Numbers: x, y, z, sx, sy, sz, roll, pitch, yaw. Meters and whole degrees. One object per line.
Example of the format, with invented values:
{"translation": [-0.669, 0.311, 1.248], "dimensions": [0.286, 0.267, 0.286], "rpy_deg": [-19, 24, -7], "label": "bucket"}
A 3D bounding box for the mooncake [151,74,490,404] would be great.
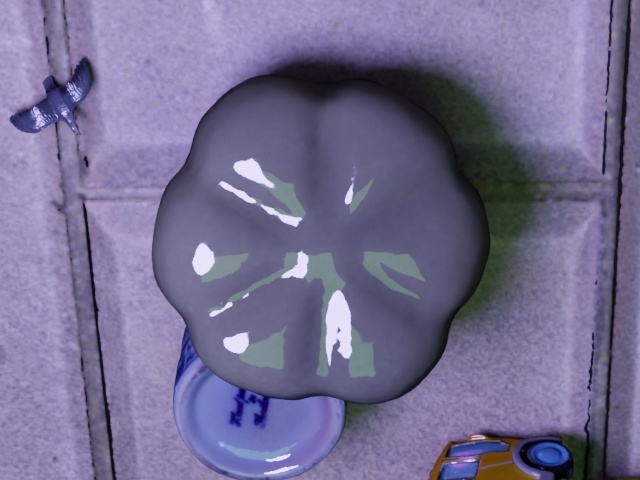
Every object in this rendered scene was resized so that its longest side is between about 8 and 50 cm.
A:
{"translation": [0.000, 0.000, 1.532], "dimensions": [0.275, 0.135, 0.275], "rpy_deg": [0, 93, -5], "label": "mooncake"}

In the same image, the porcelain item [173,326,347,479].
{"translation": [-0.050, 0.116, 1.670], "dimensions": [0.147, 0.114, 0.147], "rpy_deg": [0, 121, 1], "label": "porcelain item"}

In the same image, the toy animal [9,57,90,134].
{"translation": [-0.209, -0.106, 1.594], "dimensions": [0.084, 0.028, 0.050], "rpy_deg": [-37, 111, 20], "label": "toy animal"}

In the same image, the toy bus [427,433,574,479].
{"translation": [0.145, 0.257, 1.699], "dimensions": [0.136, 0.209, 0.126], "rpy_deg": [5, 122, 11], "label": "toy bus"}

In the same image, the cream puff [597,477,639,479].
{"translation": [0.290, 0.282, 1.758], "dimensions": [0.116, 0.146, 0.146], "rpy_deg": [22, 130, 37], "label": "cream puff"}
